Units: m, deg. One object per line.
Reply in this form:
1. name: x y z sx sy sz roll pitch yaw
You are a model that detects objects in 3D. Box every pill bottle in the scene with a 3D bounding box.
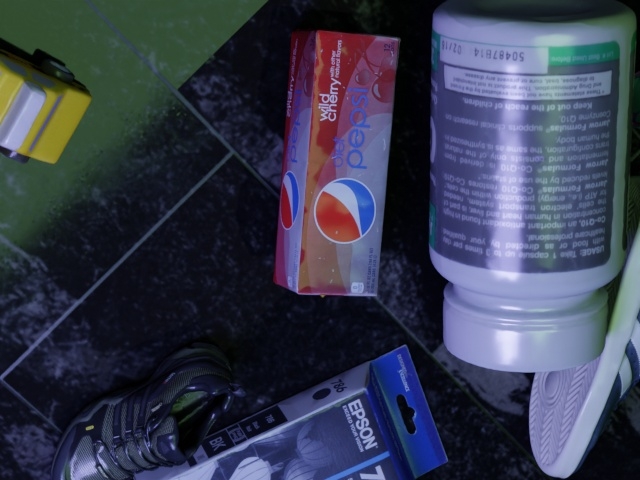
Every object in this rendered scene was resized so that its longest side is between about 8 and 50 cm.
1. pill bottle: 0.213 -0.062 1.691 0.204 0.204 0.361 -5 108 -16

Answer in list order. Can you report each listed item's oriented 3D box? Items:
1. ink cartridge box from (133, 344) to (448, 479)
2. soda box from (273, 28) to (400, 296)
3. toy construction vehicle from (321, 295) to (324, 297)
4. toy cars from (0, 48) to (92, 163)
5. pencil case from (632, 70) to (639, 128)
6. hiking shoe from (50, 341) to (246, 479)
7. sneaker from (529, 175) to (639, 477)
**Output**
1. ink cartridge box: -0.020 0.256 1.794 0.332 0.065 0.165 -26 112 -10
2. soda box: 0.014 -0.078 1.666 0.092 0.083 0.263 3 95 -19
3. toy construction vehicle: 0.000 0.000 1.739 0.086 0.035 0.098 -45 113 -9
4. toy cars: -0.311 -0.209 1.485 0.176 0.087 0.394 -29 130 -20
5. pencil case: 0.409 -0.142 1.804 0.151 0.064 0.070 9 128 -21
6. hiking shoe: -0.181 0.196 1.694 0.227 0.114 0.086 -40 113 -2
7. sneaker: 0.349 0.109 1.830 0.148 0.131 0.350 15 104 -23
